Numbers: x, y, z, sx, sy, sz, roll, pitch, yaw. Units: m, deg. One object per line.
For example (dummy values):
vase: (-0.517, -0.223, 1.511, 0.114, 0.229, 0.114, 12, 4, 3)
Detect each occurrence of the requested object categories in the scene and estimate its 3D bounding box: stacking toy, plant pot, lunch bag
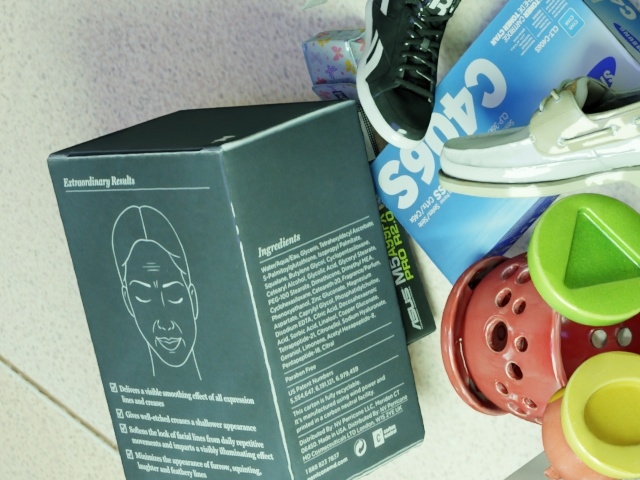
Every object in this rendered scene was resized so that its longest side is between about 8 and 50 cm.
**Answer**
stacking toy: (0.326, 0.093, 1.933, 0.130, 0.309, 0.279, 120, 134, -61)
plant pot: (0.229, 0.097, 2.049, 0.174, 0.191, 0.191, 0, 105, 42)
lunch bag: (0.026, -0.187, 2.200, 0.071, 0.053, 0.083, 3, 118, 38)

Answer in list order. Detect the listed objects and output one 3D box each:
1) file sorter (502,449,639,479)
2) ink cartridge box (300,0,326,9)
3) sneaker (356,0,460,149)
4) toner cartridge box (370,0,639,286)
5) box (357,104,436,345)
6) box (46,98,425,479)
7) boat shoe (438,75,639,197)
file sorter: (0.326, 0.342, 2.057, 0.278, 0.193, 0.173, 15, 117, 34)
ink cartridge box: (0.007, -0.290, 2.179, 0.028, 0.048, 0.083, 54, 129, 11)
sneaker: (0.099, -0.208, 2.051, 0.121, 0.079, 0.217, -45, 36, 42)
toner cartridge box: (0.201, -0.122, 2.067, 0.165, 0.075, 0.348, 50, 129, 13)
box: (0.000, 0.000, 2.266, 0.216, 0.060, 0.270, -12, 97, 46)
box: (-0.092, 0.063, 2.185, 0.293, 0.212, 0.395, 1, 109, 45)
boat shoe: (0.254, -0.107, 1.917, 0.302, 0.113, 0.103, -5, 110, 21)
